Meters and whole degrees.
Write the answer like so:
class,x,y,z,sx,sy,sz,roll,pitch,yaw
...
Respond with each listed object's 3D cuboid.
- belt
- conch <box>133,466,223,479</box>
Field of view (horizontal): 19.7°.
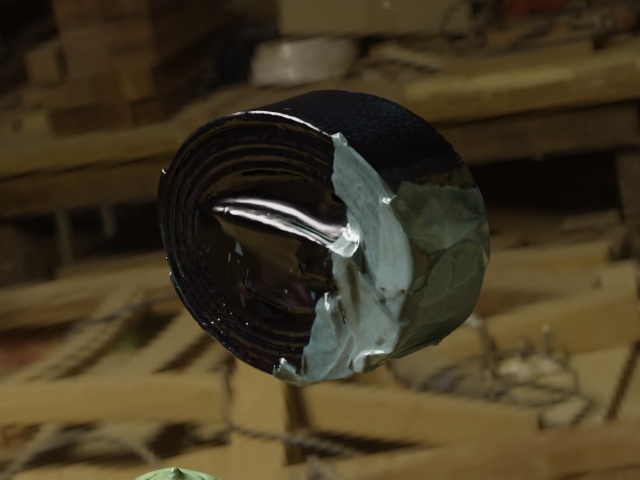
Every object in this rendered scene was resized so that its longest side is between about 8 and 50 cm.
class,x,y,z,sx,sy,sz,roll,pitch,yaw
belt,0.000,0.000,0.971,0.078,0.151,0.198,-18,15,-42
conch,-0.118,0.304,1.496,0.137,0.250,0.143,14,12,13
